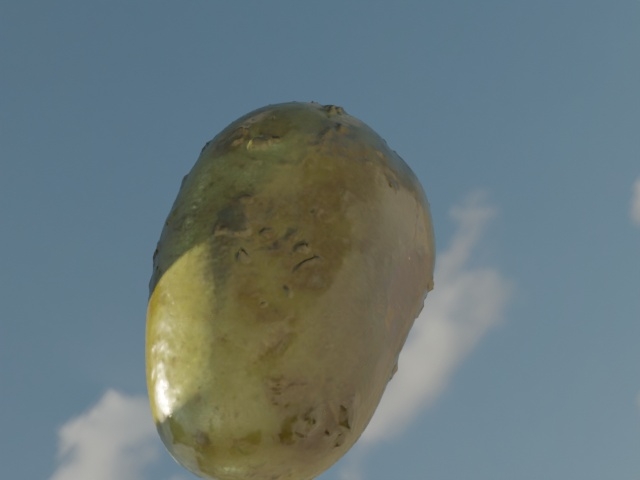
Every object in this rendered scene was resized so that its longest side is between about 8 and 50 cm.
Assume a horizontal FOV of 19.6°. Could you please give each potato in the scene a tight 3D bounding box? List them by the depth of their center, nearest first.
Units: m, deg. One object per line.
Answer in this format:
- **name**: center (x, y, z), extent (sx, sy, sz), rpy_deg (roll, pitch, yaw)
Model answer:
- **potato**: center (-0.023, 0.036, 1.306), extent (0.210, 0.173, 0.307), rpy_deg (65, -146, -45)

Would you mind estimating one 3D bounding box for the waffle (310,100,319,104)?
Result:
- **waffle**: center (0.000, 0.000, 1.722), extent (0.055, 0.221, 0.234), rpy_deg (-3, -51, -15)
